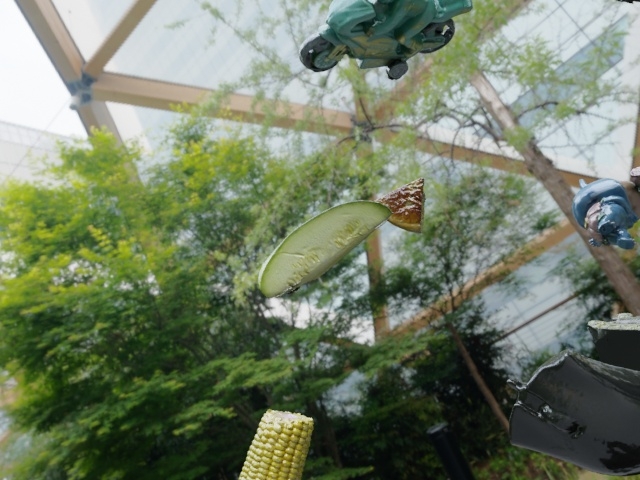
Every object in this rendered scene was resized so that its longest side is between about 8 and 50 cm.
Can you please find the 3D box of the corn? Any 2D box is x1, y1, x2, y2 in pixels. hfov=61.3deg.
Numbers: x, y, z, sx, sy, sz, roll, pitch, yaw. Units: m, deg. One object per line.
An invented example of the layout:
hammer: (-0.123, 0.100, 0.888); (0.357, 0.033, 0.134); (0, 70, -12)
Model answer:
corn: (-0.076, 0.346, 0.706); (0.081, 0.249, 0.081); (16, -7, 2)

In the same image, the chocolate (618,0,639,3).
chocolate: (0.565, -0.518, 1.080); (0.086, 0.182, 0.028); (23, -69, -37)

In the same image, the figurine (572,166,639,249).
figurine: (0.520, -0.052, 0.939); (0.144, 0.114, 0.178); (-31, 14, 30)

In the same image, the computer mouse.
computer mouse: (0.353, 0.228, 0.670); (0.088, 0.263, 0.147); (-86, 15, -68)

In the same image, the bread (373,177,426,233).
bread: (0.227, -0.076, 1.390); (0.154, 0.136, 0.054); (-31, -24, 13)

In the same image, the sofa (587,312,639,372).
sofa: (0.728, 0.237, 1.124); (0.181, 0.200, 0.258); (-18, -3, -19)

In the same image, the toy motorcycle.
toy motorcycle: (0.113, -0.373, 0.916); (0.296, 0.109, 0.198); (-12, -19, -20)

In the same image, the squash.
squash: (0.000, 0.000, 1.035); (0.252, 0.093, 0.169); (-42, -13, 37)
